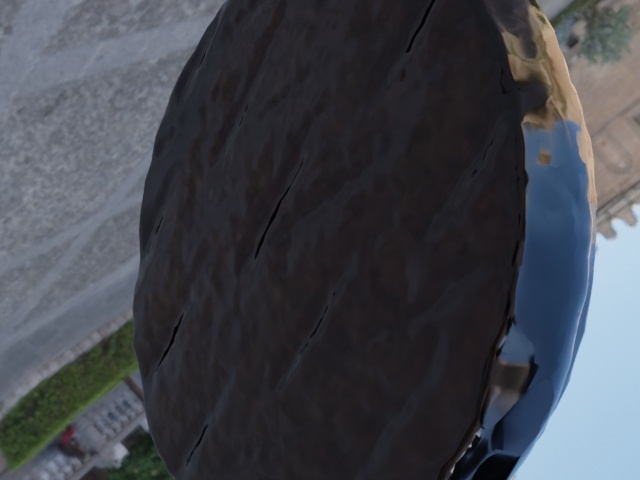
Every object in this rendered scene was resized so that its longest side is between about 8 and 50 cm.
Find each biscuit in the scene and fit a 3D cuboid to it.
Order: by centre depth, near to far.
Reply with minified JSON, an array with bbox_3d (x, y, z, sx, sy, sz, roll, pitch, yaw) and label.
[{"bbox_3d":[0.000,0.000,0.522,0.091,0.407,0.407,9,145,-36],"label":"biscuit"}]
